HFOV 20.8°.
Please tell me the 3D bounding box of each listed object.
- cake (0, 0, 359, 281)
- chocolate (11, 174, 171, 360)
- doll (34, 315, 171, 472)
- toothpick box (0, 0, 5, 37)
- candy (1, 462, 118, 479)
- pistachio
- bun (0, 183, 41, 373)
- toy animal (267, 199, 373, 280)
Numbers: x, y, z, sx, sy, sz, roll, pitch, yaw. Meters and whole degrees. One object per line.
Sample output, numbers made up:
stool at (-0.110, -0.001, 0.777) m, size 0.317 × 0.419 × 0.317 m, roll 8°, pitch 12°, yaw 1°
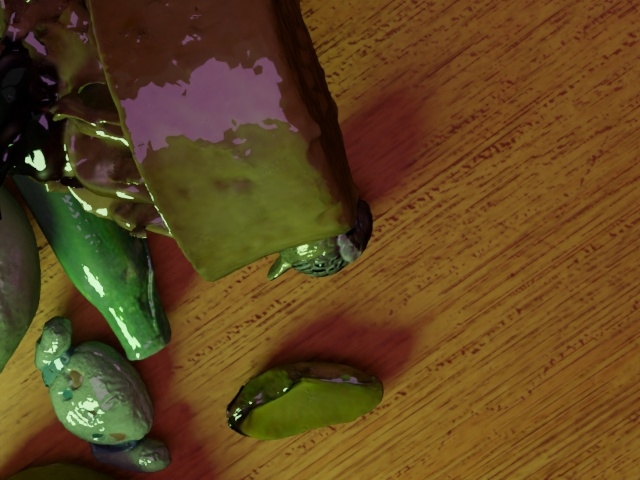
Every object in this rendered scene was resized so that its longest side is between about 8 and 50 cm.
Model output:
cake at (-0.158, -0.110, 1.480) m, size 0.321 × 0.332 × 0.332 m, roll -17°, pitch 107°, yaw 8°
chocolate at (-0.234, -0.011, 1.793) m, size 0.110 × 0.110 × 0.291 m, roll -21°, pitch 109°, yaw 9°
doll at (-0.236, 0.167, 1.866) m, size 0.103 × 0.071 × 0.214 m, roll -19°, pitch 116°, yaw 31°
toothpick box at (-0.266, -0.266, 1.669) m, size 0.308 × 0.187 × 0.190 m, roll 41°, pitch 104°, yaw -15°
candy at (-0.282, 0.369, 1.910) m, size 0.259 × 0.118 × 0.260 m, roll 2°, pitch 109°, yaw 4°
pistachio at (-0.019, 0.160, 1.866) m, size 0.173 × 0.049 × 0.089 m, roll -14°, pitch 132°, yaw 4°
bun at (-0.415, 0.040, 1.783) m, size 0.283 × 0.179 × 0.283 m, roll 0°, pitch 88°, yaw 2°
toy animal at (0.000, 0.000, 1.795) m, size 0.098 × 0.098 × 0.137 m, roll 19°, pitch 131°, yaw -4°
